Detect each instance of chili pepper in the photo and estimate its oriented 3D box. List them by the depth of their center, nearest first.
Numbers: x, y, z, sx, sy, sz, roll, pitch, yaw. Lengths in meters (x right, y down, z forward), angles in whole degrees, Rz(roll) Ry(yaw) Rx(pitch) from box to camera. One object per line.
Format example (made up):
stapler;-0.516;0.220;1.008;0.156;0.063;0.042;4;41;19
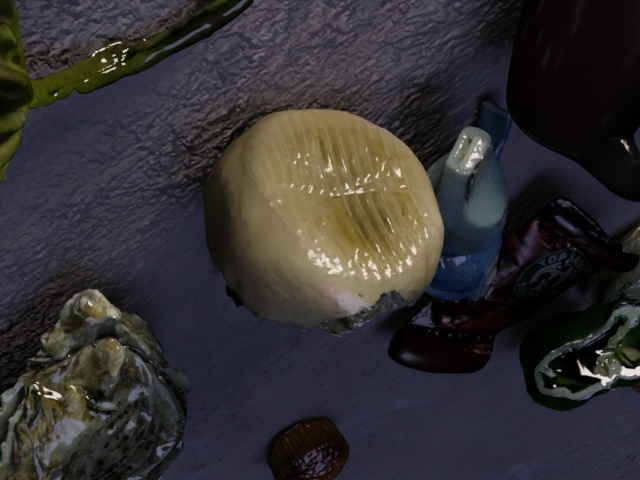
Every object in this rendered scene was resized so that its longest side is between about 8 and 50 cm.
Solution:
chili pepper;0.262;0.118;1.806;0.136;0.099;0.270;-44;179;-5

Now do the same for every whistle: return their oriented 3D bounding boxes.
whistle;0.112;-0.017;1.524;0.180;0.093;0.269;-56;166;-23

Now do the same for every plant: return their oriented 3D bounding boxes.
plant;-0.196;-0.069;1.134;0.251;0.180;0.333;-36;155;30

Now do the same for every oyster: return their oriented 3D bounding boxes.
oyster;-0.201;0.152;1.491;0.267;0.112;0.198;-49;149;20

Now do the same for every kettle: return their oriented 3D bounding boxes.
kettle;0.237;-0.156;1.355;0.144;0.202;0.232;-21;147;-33

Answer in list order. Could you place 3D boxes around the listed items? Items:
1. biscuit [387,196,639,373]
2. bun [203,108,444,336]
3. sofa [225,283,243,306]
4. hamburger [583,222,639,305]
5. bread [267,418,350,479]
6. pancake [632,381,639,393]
biscuit;0.185;0.047;1.736;0.235;0.063;0.151;-38;150;25
bun;0.000;0.000;1.372;0.178;0.193;0.128;1;138;-28
sofa;-0.016;-0.007;1.499;0.147;0.060;0.085;-23;166;-14
hamburger;0.342;0.034;1.863;0.133;0.062;0.140;-11;142;-33
bread;-0.011;0.224;1.830;0.085;0.053;0.085;-23;149;-15
pancake;0.419;0.147;2.146;0.115;0.011;0.115;-23;149;-15
